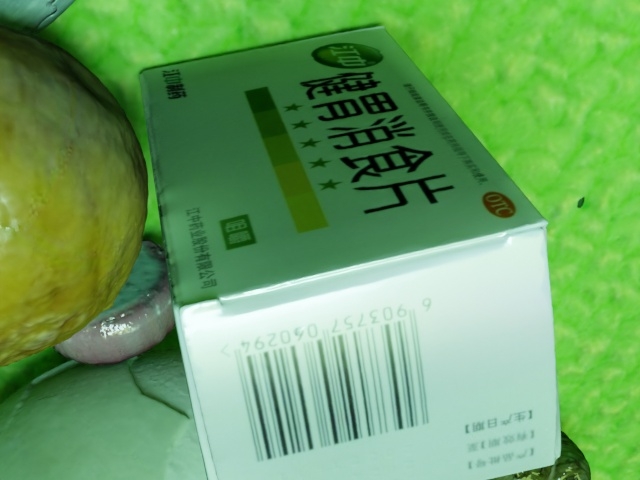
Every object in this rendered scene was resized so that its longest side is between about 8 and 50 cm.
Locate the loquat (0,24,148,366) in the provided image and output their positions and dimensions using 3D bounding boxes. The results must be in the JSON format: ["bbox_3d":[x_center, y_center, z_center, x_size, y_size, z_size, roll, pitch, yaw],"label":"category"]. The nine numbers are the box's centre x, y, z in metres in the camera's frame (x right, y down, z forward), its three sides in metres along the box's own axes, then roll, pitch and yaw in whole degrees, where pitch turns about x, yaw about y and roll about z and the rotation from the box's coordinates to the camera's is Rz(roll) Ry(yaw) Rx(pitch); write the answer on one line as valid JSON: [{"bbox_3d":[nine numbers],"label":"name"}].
[{"bbox_3d":[-0.210,-0.019,0.655,0.238,0.193,0.238,-3,142,-2],"label":"loquat"}]

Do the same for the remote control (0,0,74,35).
[{"bbox_3d":[-0.134,-0.213,0.643,0.247,0.052,0.104,-42,124,17],"label":"remote control"}]

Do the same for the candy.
[{"bbox_3d":[-0.144,0.041,0.778,0.103,0.103,0.043,-15,125,-6],"label":"candy"}]

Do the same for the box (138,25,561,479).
[{"bbox_3d":[-0.001,-0.001,0.654,0.173,0.333,0.145,-11,118,-6],"label":"box"}]

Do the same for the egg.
[{"bbox_3d":[-0.126,0.213,0.792,0.336,0.278,0.278,-41,128,-16],"label":"egg"}]

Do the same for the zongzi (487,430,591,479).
[{"bbox_3d":[0.058,0.258,0.985,0.300,0.145,0.273,16,106,-1],"label":"zongzi"}]
